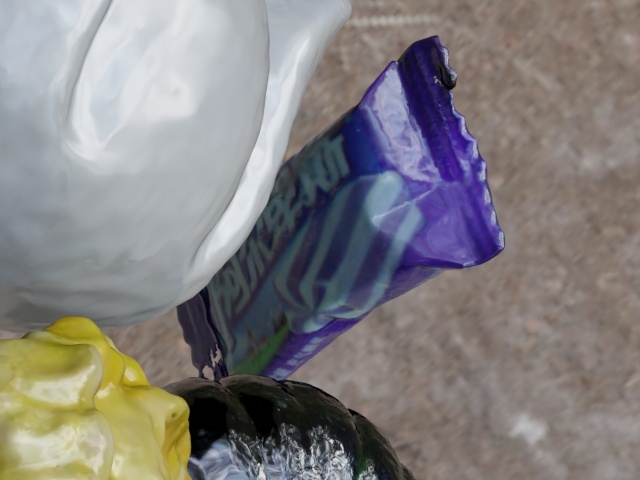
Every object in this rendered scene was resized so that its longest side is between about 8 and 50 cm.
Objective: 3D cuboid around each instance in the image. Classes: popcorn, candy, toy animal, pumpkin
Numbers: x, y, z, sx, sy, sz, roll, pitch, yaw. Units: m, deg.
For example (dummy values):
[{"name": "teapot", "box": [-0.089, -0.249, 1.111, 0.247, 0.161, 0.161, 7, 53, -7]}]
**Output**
[{"name": "popcorn", "box": [-0.106, 0.102, 0.569, 0.170, 0.180, 0.180, 38, 58, 2]}, {"name": "candy", "box": [0.000, 0.000, 1.193, 0.070, 0.275, 0.145, 8, 56, -48]}, {"name": "toy animal", "box": [-0.086, -0.096, 0.700, 0.206, 0.272, 0.265, 8, 63, 23]}, {"name": "pumpkin", "box": [-0.044, 0.147, 0.774, 0.150, 0.194, 0.194, 23, 48, 37]}]
